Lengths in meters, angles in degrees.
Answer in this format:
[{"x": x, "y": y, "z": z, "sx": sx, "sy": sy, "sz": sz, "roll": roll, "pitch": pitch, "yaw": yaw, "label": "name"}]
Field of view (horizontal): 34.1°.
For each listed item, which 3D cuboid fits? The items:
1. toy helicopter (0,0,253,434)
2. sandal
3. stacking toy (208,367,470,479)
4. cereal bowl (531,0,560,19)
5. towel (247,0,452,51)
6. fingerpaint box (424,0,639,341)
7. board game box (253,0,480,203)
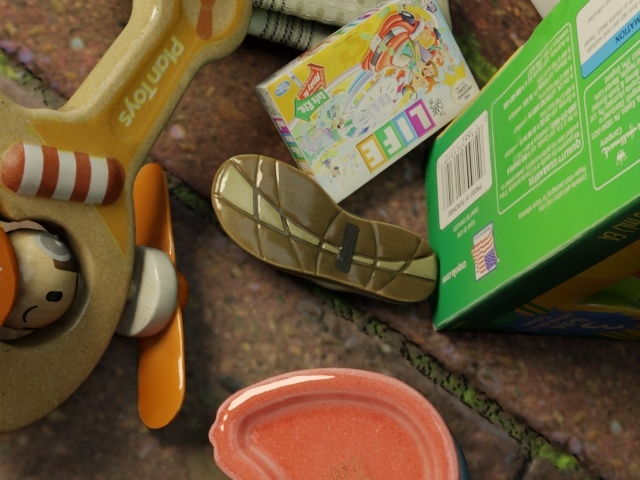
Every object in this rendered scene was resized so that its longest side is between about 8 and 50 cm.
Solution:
[{"x": -0.137, "y": -0.039, "z": 0.664, "sx": 0.235, "sy": 0.140, "sz": 0.355, "roll": 45, "pitch": 66, "yaw": -36, "label": "toy helicopter"}, {"x": 0.000, "y": 0.000, "z": 0.756, "sx": 0.180, "sy": 0.049, "sz": 0.072, "roll": 23, "pitch": 73, "yaw": -17, "label": "sandal"}, {"x": -0.012, "y": 0.251, "z": 0.653, "sx": 0.279, "sy": 0.130, "sz": 0.309, "roll": -15, "pitch": 71, "yaw": 6, "label": "stacking toy"}, {"x": 0.342, "y": -0.293, "z": 0.916, "sx": 0.339, "sy": 0.141, "sz": 0.339, "roll": 6, "pitch": 70, "yaw": -15, "label": "cereal bowl"}, {"x": -0.046, "y": -0.299, "z": 0.831, "sx": 0.324, "sy": 0.056, "sz": 0.312, "roll": 8, "pitch": 65, "yaw": -26, "label": "towel"}, {"x": 0.316, "y": -0.054, "z": 0.651, "sx": 0.371, "sy": 0.445, "sz": 0.163, "roll": 5, "pitch": 70, "yaw": -16, "label": "fingerpaint box"}, {"x": 0.039, "y": -0.111, "z": 0.784, "sx": 0.154, "sy": 0.026, "sz": 0.103, "roll": -37, "pitch": 111, "yaw": -17, "label": "board game box"}]
